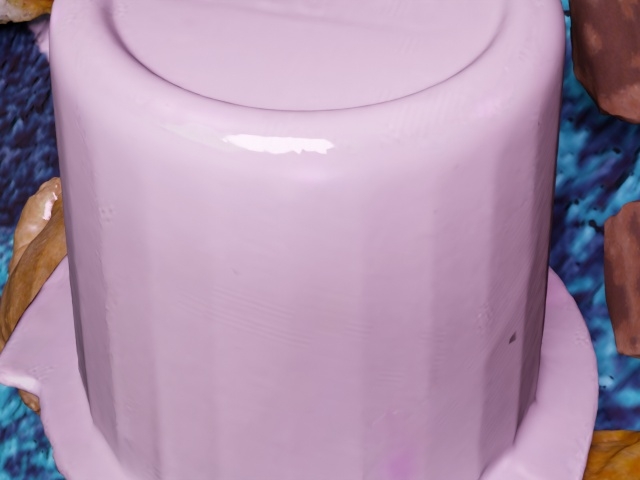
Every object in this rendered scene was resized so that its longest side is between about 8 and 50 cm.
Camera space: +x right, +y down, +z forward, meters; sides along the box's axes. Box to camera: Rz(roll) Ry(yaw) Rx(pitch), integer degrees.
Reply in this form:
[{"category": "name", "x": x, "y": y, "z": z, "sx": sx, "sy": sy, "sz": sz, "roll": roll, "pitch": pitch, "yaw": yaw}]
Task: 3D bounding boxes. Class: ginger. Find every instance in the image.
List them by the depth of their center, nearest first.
[{"category": "ginger", "x": -0.097, "y": 0.024, "z": 0.700, "sx": 0.216, "sy": 0.102, "sz": 0.157, "roll": -7, "pitch": 53, "yaw": 34}]

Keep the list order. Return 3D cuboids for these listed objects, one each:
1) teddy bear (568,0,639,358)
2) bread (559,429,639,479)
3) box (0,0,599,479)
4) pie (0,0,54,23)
[{"category": "teddy bear", "x": 0.252, "y": -0.054, "z": 0.470, "sx": 0.296, "sy": 0.222, "sz": 0.246, "roll": -176, "pitch": 76, "yaw": -71}, {"category": "bread", "x": 0.195, "y": 0.123, "z": 0.507, "sx": 0.367, "sy": 0.077, "sz": 0.084, "roll": 0, "pitch": 82, "yaw": 33}, {"category": "box", "x": 0.000, "y": 0.000, "z": 0.489, "sx": 0.262, "sy": 0.206, "sz": 0.291, "roll": -17, "pitch": 45, "yaw": -15}, {"category": "pie", "x": -0.202, "y": -0.244, "z": 0.829, "sx": 0.274, "sy": 0.105, "sz": 0.257, "roll": -16, "pitch": 58, "yaw": 27}]
